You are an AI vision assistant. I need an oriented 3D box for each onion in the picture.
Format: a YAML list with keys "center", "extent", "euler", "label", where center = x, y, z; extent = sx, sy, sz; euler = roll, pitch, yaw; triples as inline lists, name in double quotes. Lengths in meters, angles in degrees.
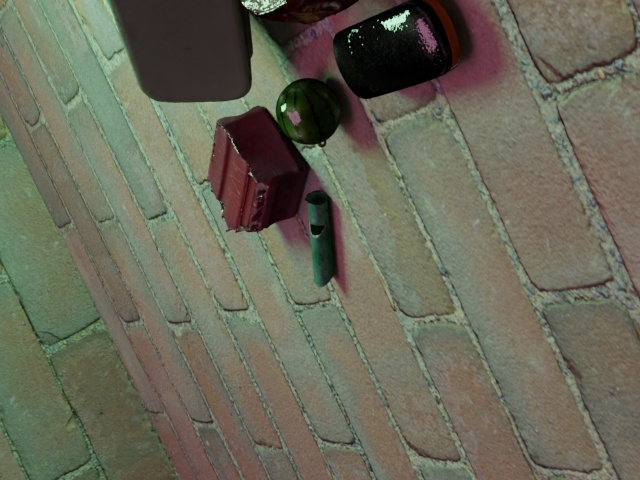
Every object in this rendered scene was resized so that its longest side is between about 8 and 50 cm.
- center: [-0.017, -0.389, 1.700]
  extent: [0.195, 0.140, 0.218]
  euler: [-17, 75, 62]
  label: "onion"

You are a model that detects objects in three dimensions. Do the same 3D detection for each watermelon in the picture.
- center: [-0.017, -0.185, 1.952]
  extent: [0.109, 0.109, 0.109]
  euler: [46, 152, 34]
  label: "watermelon"

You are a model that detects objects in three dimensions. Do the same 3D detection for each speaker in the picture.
- center: [-0.197, -0.377, 1.889]
  extent: [0.406, 0.183, 0.184]
  euler: [82, -174, -64]
  label: "speaker"

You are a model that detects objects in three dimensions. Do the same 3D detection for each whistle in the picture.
- center: [0.000, 0.000, 2.192]
  extent: [0.039, 0.039, 0.186]
  euler: [42, 149, 39]
  label: "whistle"

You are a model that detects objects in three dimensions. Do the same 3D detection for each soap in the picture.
- center: [-0.119, -0.100, 2.252]
  extent: [0.162, 0.099, 0.250]
  euler: [54, 155, 18]
  label: "soap"

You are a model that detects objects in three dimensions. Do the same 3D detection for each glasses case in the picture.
- center: [0.093, -0.245, 1.699]
  extent: [0.267, 0.067, 0.103]
  euler: [-3, 111, 65]
  label: "glasses case"
